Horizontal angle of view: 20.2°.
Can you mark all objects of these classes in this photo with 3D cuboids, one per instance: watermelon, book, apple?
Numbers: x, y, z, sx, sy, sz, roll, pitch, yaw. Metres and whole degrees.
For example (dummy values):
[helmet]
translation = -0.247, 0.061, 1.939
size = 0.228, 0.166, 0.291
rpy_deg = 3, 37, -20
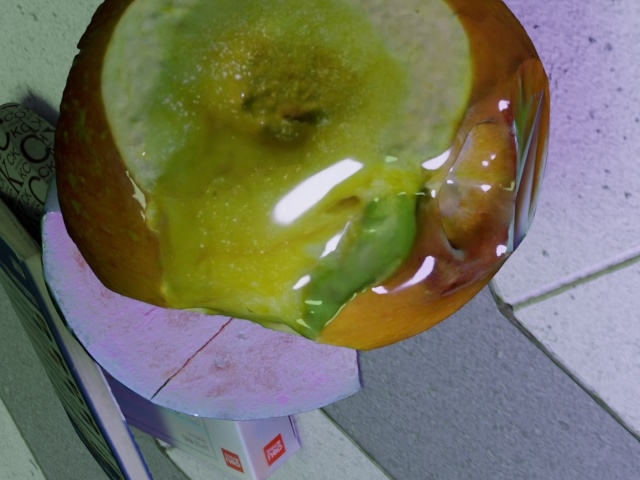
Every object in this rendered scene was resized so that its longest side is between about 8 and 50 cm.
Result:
[watermelon]
translation = -0.135, 0.020, 1.876
size = 0.222, 0.319, 0.292
rpy_deg = -113, 18, -51
[book]
translation = -0.312, 0.129, 2.150
size = 0.300, 0.039, 0.428
rpy_deg = 40, 155, 53
[apple]
translation = -0.008, -0.073, 1.392
size = 0.374, 0.384, 0.374
rpy_deg = 13, 119, 24

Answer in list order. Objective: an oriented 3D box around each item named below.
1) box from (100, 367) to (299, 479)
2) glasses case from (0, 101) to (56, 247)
[box]
translation = -0.154, 0.177, 2.104
size = 0.269, 0.079, 0.135
rpy_deg = 18, 136, 41
[glasses case]
translation = -0.264, -0.012, 2.045
size = 0.355, 0.085, 0.137
rpy_deg = 46, 150, 9
